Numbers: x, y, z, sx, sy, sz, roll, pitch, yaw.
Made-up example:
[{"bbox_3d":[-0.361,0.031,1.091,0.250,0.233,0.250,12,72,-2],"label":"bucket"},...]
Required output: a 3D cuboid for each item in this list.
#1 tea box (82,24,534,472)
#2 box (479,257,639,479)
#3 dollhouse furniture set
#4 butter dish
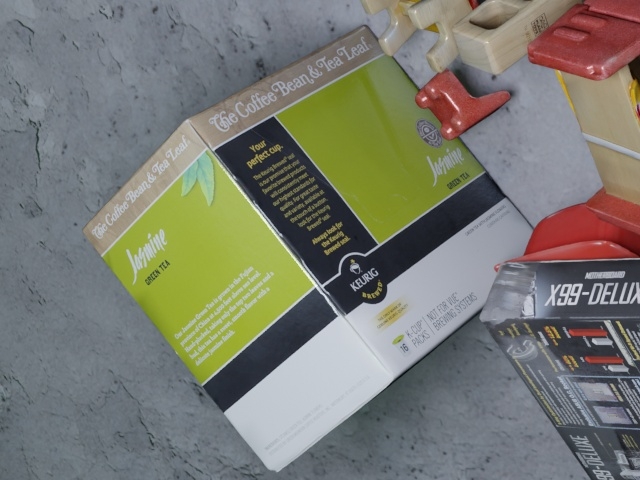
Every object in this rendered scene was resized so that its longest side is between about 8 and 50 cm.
[{"bbox_3d":[0.000,0.000,1.954,0.323,0.329,0.220,53,131,4],"label":"tea box"},{"bbox_3d":[0.331,0.141,1.865,0.242,0.076,0.307,-3,139,37],"label":"box"},{"bbox_3d":[0.231,-0.164,1.838,0.374,0.152,0.201,26,148,51],"label":"dollhouse furniture set"},{"bbox_3d":[0.283,0.007,1.904,0.160,0.118,0.160,31,151,-33],"label":"butter dish"}]
